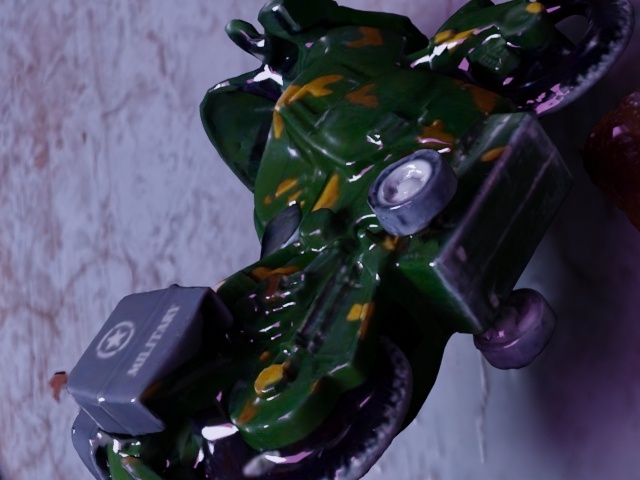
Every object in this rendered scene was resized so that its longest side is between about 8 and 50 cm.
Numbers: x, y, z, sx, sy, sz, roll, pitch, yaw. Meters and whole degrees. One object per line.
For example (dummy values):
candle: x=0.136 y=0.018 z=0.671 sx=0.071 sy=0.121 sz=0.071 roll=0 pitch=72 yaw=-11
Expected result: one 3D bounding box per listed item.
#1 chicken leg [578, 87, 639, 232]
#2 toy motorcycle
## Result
chicken leg: x=0.204 y=0.046 z=0.526 sx=0.322 sy=0.083 sz=0.177 roll=11 pitch=84 yaw=41
toy motorcycle: x=0.000 y=0.000 z=0.623 sx=0.187 sy=0.125 sz=0.274 roll=-3 pitch=44 yaw=44
